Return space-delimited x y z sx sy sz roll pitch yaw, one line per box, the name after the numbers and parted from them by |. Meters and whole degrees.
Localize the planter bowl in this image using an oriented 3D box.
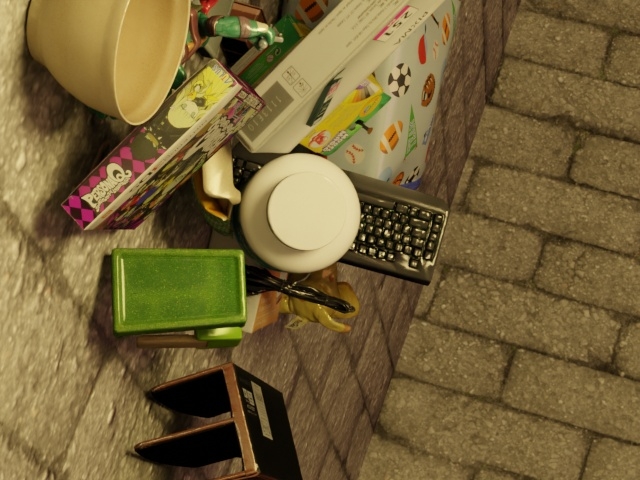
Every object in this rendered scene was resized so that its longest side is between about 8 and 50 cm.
-0.202 -0.198 1.326 0.162 0.109 0.162 15 90 -77 | planter bowl

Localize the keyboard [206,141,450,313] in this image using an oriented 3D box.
0.000 0.000 1.934 0.033 0.317 0.201 -73 178 -88 | keyboard

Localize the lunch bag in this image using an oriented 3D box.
0.073 -0.243 2.128 0.385 0.239 0.327 -20 123 -65 | lunch bag

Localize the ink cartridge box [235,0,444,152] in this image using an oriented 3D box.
0.037 -0.213 1.691 0.275 0.060 0.239 -43 169 16 | ink cartridge box

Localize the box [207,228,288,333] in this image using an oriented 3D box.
-0.101 0.031 2.030 0.130 0.091 0.170 -20 125 -73 | box

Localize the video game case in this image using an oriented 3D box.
-0.156 -0.094 1.495 0.210 0.042 0.232 -43 177 3 | video game case

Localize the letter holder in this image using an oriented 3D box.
-0.168 0.288 1.987 0.302 0.214 0.152 51 24 -73 | letter holder

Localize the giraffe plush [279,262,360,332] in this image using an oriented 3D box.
-0.011 0.030 2.195 0.210 0.181 0.170 -89 -168 -77 | giraffe plush

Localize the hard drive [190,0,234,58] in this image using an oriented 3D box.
-0.136 -0.280 1.688 0.135 0.022 0.094 49 58 -74 | hard drive

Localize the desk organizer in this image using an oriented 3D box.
-0.094 -0.251 1.841 0.130 0.047 0.050 69 41 -68 | desk organizer

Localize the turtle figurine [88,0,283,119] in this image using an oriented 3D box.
-0.151 -0.198 1.536 0.175 0.118 0.234 -38 -177 29 | turtle figurine

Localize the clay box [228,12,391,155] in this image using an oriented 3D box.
-0.015 -0.195 1.857 0.127 0.053 0.222 -42 147 16 | clay box

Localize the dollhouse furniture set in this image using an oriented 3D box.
-0.175 -0.027 1.725 0.197 0.151 0.301 118 -31 -77 | dollhouse furniture set

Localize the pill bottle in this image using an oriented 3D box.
-0.031 -0.032 1.783 0.264 0.146 0.146 168 -62 -83 | pill bottle
